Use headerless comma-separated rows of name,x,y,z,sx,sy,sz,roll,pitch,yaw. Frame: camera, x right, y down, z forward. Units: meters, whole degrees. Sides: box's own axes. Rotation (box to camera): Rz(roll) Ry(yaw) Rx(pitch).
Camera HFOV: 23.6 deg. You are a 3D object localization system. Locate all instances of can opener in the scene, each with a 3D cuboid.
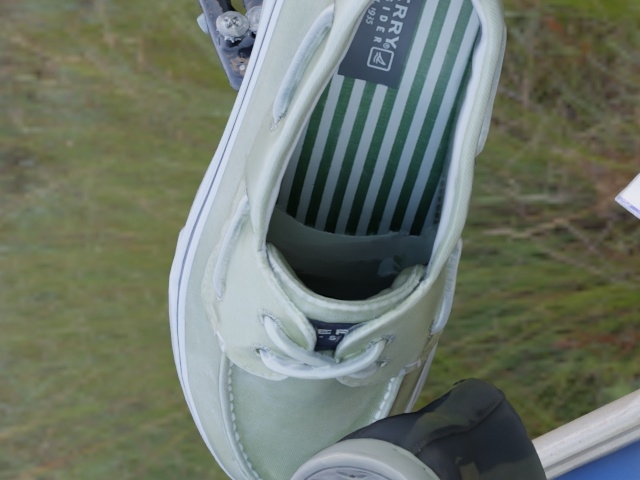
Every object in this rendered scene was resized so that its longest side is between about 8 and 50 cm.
can opener,-0.061,-0.172,1.013,0.073,0.059,0.186,67,179,-68

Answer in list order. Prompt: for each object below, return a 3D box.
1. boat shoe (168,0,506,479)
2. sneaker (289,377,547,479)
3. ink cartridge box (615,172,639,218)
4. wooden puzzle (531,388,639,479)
boat shoe,0.000,0.000,0.553,0.094,0.109,0.302,-85,4,-51
sneaker,0.038,0.164,0.544,0.083,0.118,0.222,13,106,26
ink cartridge box,0.297,-0.044,0.827,0.208,0.045,0.206,-47,42,3
wooden puzzle,0.207,0.261,1.220,0.322,0.348,0.080,-30,48,22
